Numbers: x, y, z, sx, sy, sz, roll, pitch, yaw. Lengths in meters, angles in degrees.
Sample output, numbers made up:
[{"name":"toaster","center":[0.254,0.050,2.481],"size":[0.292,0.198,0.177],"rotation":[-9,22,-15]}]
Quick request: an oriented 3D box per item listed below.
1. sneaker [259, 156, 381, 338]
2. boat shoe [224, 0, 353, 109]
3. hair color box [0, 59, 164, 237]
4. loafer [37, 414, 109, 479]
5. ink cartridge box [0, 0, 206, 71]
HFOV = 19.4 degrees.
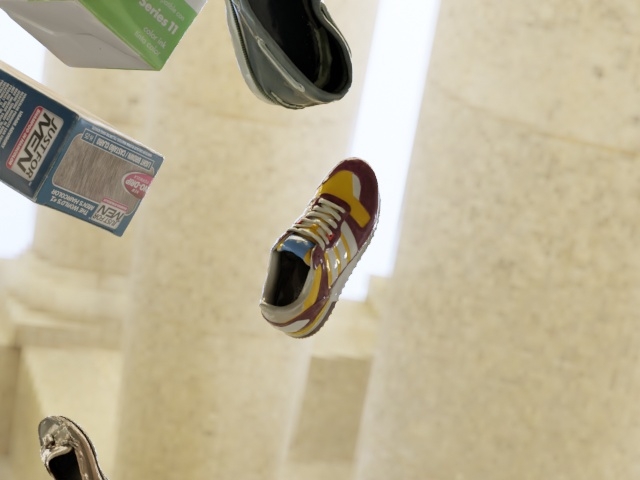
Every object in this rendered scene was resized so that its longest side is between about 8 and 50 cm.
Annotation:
[{"name":"sneaker","center":[0.000,0.000,1.756],"size":[0.069,0.185,0.084],"rotation":[16,169,24]},{"name":"boat shoe","center":[-0.049,-0.260,1.648],"size":[0.116,0.319,0.099],"rotation":[-32,-153,-24]},{"name":"hair color box","center":[-0.353,-0.139,1.999],"size":[0.347,0.105,0.174],"rotation":[31,-177,29]},{"name":"loafer","center":[-0.219,0.197,1.634],"size":[0.039,0.045,0.125],"rotation":[18,-153,-49]},{"name":"ink cartridge box","center":[-0.148,-0.340,1.831],"size":[0.119,0.353,0.207],"rotation":[41,164,-30]}]
